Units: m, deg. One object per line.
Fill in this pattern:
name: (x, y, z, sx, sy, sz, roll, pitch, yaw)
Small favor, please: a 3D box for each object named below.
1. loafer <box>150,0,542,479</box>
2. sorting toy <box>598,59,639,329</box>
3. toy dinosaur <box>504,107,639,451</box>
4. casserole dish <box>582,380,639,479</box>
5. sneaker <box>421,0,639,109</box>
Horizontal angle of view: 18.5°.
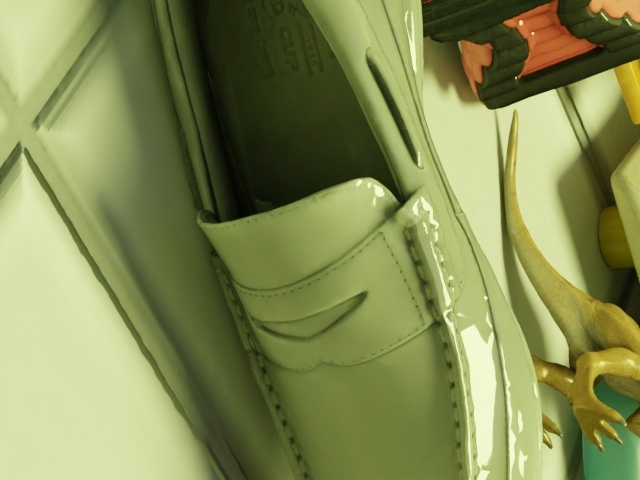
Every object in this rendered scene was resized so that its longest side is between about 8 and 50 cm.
loafer: (0.000, 0.000, 0.726, 0.111, 0.112, 0.319, -11, 84, -56)
sorting toy: (0.206, 0.015, 1.141, 0.196, 0.047, 0.348, -48, 124, -58)
toy dinosaur: (0.136, 0.049, 0.981, 0.211, 0.064, 0.112, 42, 51, 0)
casserole dish: (0.195, 0.142, 1.037, 0.114, 0.037, 0.188, -12, 101, -31)
sneaker: (0.075, -0.156, 0.864, 0.314, 0.116, 0.136, 52, 18, -77)
